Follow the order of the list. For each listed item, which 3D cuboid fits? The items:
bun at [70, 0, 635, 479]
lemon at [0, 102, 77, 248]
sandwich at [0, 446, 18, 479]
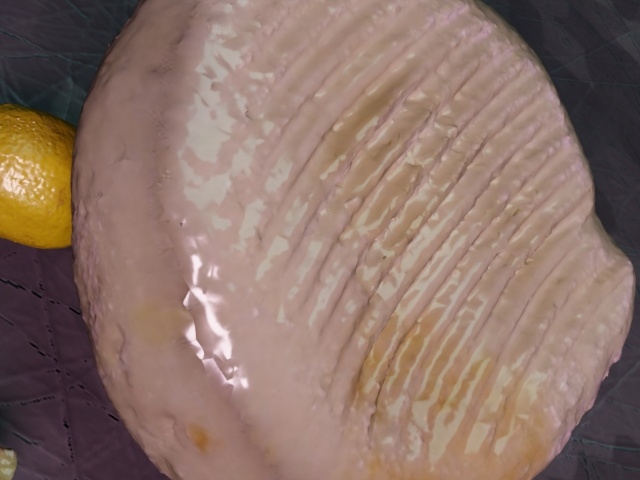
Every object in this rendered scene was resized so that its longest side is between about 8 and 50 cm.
[{"bbox_3d":[0.000,0.000,0.808,0.365,0.219,0.365,12,71,-36],"label":"bun"},{"bbox_3d":[-0.174,-0.038,0.804,0.111,0.082,0.082,20,45,-29],"label":"lemon"},{"bbox_3d":[-0.256,0.169,0.573,0.245,0.063,0.212,17,50,-29],"label":"sandwich"}]
